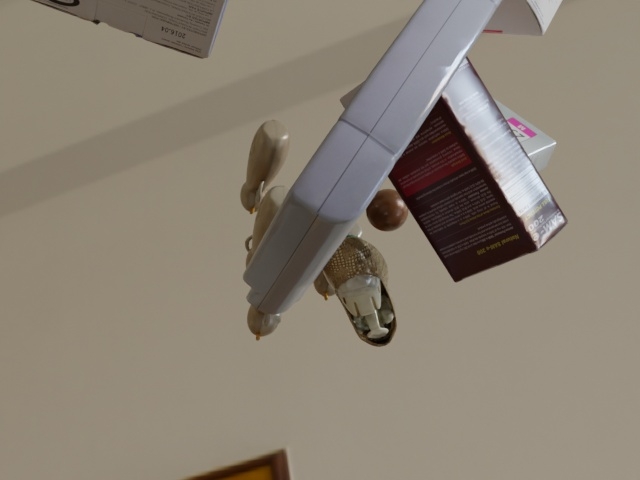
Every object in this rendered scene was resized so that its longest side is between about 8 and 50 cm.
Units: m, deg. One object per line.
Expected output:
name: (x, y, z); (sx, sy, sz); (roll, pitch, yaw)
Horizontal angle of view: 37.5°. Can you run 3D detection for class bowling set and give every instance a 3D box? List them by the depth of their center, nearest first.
bowling set: (0.000, 0.000, 1.185); (0.200, 0.287, 0.154); (9, -39, -12)

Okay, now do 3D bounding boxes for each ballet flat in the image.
ballet flat: (0.055, 0.066, 1.098); (0.073, 0.067, 0.206); (-21, -33, 8)

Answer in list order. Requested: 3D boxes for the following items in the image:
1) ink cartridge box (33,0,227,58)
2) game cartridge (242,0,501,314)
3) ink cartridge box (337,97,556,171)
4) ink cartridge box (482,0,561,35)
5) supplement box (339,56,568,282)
ink cartridge box: (-0.235, -0.418, 1.255); (0.270, 0.151, 0.395); (18, -40, -10)
game cartridge: (0.048, -0.091, 0.740); (0.062, 0.297, 0.198); (36, -31, -4)
ink cartridge box: (0.206, -0.180, 1.544); (0.239, 0.275, 0.060); (-24, -36, -38)
ink cartridge box: (0.320, -0.439, 1.497); (0.159, 0.217, 0.092); (15, -23, 42)
supplement box: (0.139, -0.086, 0.993); (0.073, 0.239, 0.130); (-34, 4, -38)
